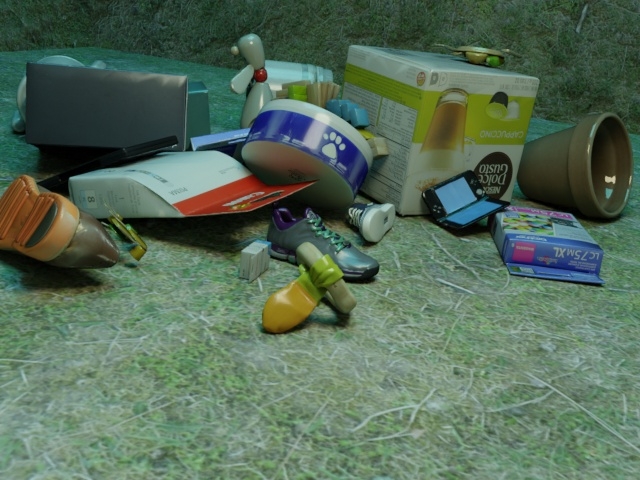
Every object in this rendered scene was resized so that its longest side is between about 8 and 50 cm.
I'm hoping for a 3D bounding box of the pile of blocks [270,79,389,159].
[{"bbox_3d":[-0.001,-0.288,1.688,0.362,0.149,0.112,32,26,35],"label":"pile of blocks"}]

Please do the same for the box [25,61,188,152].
[{"bbox_3d":[-0.500,-0.299,1.722,0.343,0.179,0.312,1,5,-17],"label":"box"}]

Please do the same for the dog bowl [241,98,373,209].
[{"bbox_3d":[-0.030,-0.176,1.538,0.265,0.104,0.265,22,-20,8],"label":"dog bowl"}]

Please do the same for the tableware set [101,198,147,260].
[{"bbox_3d":[-0.332,-0.010,1.236,0.024,0.104,0.154,-43,35,-5],"label":"tableware set"}]

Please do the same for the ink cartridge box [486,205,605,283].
[{"bbox_3d":[0.456,0.001,1.489,0.186,0.065,0.311,7,21,3],"label":"ink cartridge box"}]

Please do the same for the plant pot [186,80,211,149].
[{"bbox_3d":[-0.431,-0.342,2.012,0.234,0.166,0.165,-5,22,-14],"label":"plant pot"}]

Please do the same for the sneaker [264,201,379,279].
[{"bbox_3d":[0.000,0.000,1.272,0.223,0.098,0.083,15,21,22],"label":"sneaker"}]

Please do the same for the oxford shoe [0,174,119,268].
[{"bbox_3d":[-0.446,-0.014,1.189,0.133,0.130,0.363,34,-8,-38],"label":"oxford shoe"}]

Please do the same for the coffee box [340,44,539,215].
[{"bbox_3d":[0.264,-0.271,1.775,0.337,0.334,0.338,-3,23,-31],"label":"coffee box"}]

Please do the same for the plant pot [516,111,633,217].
[{"bbox_3d":[0.633,-0.186,1.849,0.263,0.263,0.229,-12,10,-43],"label":"plant pot"}]

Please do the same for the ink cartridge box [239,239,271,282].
[{"bbox_3d":[-0.112,0.034,1.211,0.028,0.048,0.083,12,20,15],"label":"ink cartridge box"}]

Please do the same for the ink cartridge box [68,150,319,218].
[{"bbox_3d":[-0.237,-0.118,1.420,0.385,0.091,0.308,-1,14,25],"label":"ink cartridge box"}]

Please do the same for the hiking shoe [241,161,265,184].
[{"bbox_3d":[-0.084,-0.196,1.776,0.227,0.114,0.086,0,19,-19],"label":"hiking shoe"}]

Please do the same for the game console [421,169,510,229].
[{"bbox_3d":[0.316,-0.092,1.590,0.144,0.124,0.085,-25,-10,-18],"label":"game console"}]

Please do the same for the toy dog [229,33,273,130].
[{"bbox_3d":[-0.219,-0.414,2.130,0.161,0.334,0.220,-13,-4,-5],"label":"toy dog"}]

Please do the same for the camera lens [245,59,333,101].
[{"bbox_3d":[-0.108,-0.480,2.416,0.274,0.219,0.219,4,19,-7],"label":"camera lens"}]

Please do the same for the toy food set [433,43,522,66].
[{"bbox_3d":[0.384,-0.447,1.776,0.192,0.038,0.132,15,13,32],"label":"toy food set"}]

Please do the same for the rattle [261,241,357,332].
[{"bbox_3d":[-0.031,0.079,1.129,0.130,0.143,0.199,38,-4,-22],"label":"rattle"}]

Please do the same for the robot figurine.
[{"bbox_3d":[-0.719,-0.399,2.005,0.300,0.200,0.353,-30,25,-3],"label":"robot figurine"}]

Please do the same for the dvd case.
[{"bbox_3d":[-0.446,-0.163,1.528,0.253,0.022,0.180,-15,9,27],"label":"dvd case"}]

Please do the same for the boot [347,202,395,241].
[{"bbox_3d":[0.089,-0.040,1.485,0.086,0.069,0.190,6,10,19],"label":"boot"}]

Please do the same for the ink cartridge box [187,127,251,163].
[{"bbox_3d":[-0.207,-0.223,1.707,0.206,0.045,0.208,-14,-8,-19],"label":"ink cartridge box"}]
